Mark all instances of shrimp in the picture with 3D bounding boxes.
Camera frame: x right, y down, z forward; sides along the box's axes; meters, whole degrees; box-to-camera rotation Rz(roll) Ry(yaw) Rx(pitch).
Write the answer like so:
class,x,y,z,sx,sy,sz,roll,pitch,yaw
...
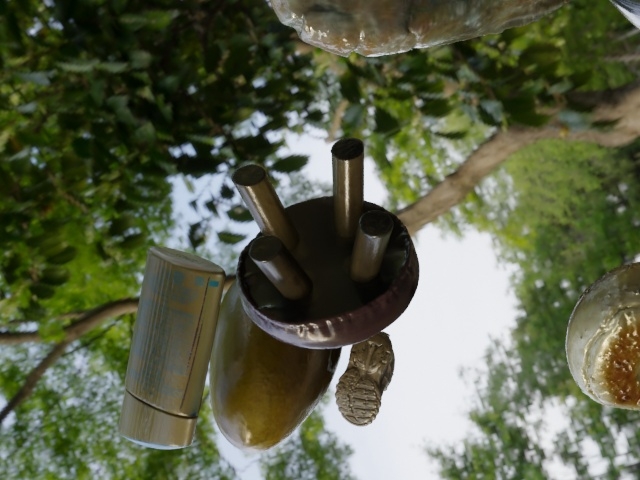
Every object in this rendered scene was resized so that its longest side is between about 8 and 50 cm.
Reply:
class,x,y,z,sx,sy,sz,roll,pitch,yaw
shrimp,0.142,-0.327,1.099,0.110,0.445,0.221,170,92,-73

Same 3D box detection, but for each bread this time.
class,x,y,z,sx,sy,sz,roll,pitch,yaw
bread,0.570,0.159,1.694,0.305,0.305,0.159,52,-158,-30

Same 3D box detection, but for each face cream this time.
class,x,y,z,sx,sy,sz,roll,pitch,yaw
face cream,-0.214,0.161,1.368,0.067,0.139,0.285,0,-75,-53

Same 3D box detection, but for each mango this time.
class,x,y,z,sx,sy,sz,roll,pitch,yaw
mango,-0.084,0.198,1.664,0.445,0.220,0.301,-66,-16,-59

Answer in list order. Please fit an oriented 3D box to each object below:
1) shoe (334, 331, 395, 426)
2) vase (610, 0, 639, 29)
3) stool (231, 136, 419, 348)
class,x,y,z,sx,sy,sz,roll,pitch,yaw
shoe,0.086,0.247,1.775,0.092,0.089,0.180,-2,-73,-74
vase,0.377,-0.216,0.884,0.321,0.173,0.173,26,-136,-51
stool,0.000,0.000,1.379,0.178,0.272,0.272,77,-171,-46
